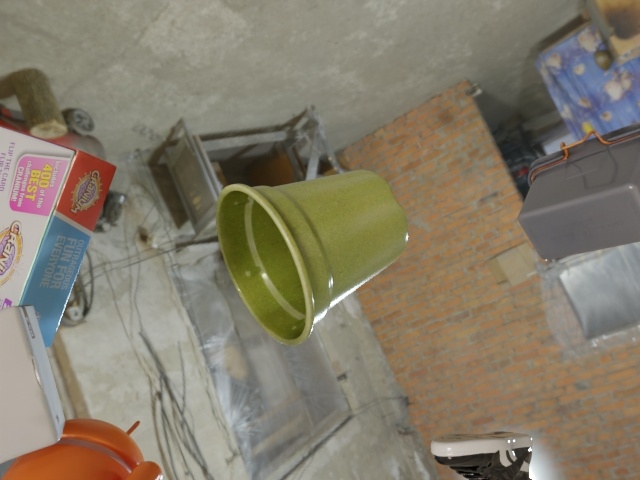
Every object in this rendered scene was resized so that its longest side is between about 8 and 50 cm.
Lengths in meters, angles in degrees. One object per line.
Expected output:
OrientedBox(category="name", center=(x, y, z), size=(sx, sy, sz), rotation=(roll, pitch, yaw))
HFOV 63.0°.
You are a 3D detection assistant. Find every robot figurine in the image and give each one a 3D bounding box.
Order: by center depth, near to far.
OrientedBox(category="robot figurine", center=(-0.230, 0.251, 0.462), size=(0.158, 0.128, 0.219), rotation=(-59, -166, 23))

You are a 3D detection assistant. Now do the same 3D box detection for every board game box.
OrientedBox(category="board game box", center=(-0.436, -0.031, 0.675), size=(0.317, 0.242, 0.064), rotation=(19, 178, 24))

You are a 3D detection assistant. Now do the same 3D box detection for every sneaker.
OrientedBox(category="sneaker", center=(0.232, 0.328, 0.711), size=(0.217, 0.121, 0.079), rotation=(16, 159, -40))

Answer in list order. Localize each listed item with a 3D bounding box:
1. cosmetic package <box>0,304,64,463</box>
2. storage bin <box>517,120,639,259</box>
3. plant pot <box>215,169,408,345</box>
OrientedBox(category="cosmetic package", center=(-0.333, 0.137, 0.399), size=(0.231, 0.117, 0.085), rotation=(-15, 180, -23))
OrientedBox(category="storage bin", center=(0.249, -0.042, 0.477), size=(0.135, 0.098, 0.091), rotation=(-20, -160, 49))
OrientedBox(category="plant pot", center=(0.000, 0.000, 0.891), size=(0.254, 0.276, 0.276), rotation=(-23, 174, -30))
